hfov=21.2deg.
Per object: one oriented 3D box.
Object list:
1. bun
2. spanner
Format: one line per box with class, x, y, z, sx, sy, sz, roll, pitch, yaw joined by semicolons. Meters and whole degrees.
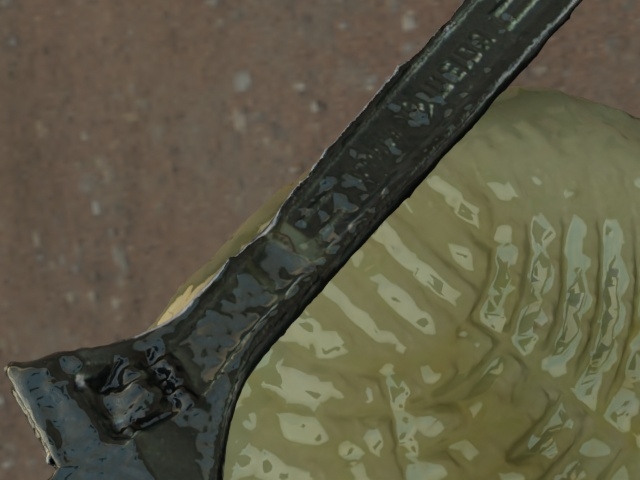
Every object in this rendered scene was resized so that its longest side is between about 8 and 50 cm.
bun;0.068;0.124;0.734;0.364;0.364;0.202;67;154;11
spanner;0.000;0.000;0.551;0.093;0.325;0.026;31;150;18
